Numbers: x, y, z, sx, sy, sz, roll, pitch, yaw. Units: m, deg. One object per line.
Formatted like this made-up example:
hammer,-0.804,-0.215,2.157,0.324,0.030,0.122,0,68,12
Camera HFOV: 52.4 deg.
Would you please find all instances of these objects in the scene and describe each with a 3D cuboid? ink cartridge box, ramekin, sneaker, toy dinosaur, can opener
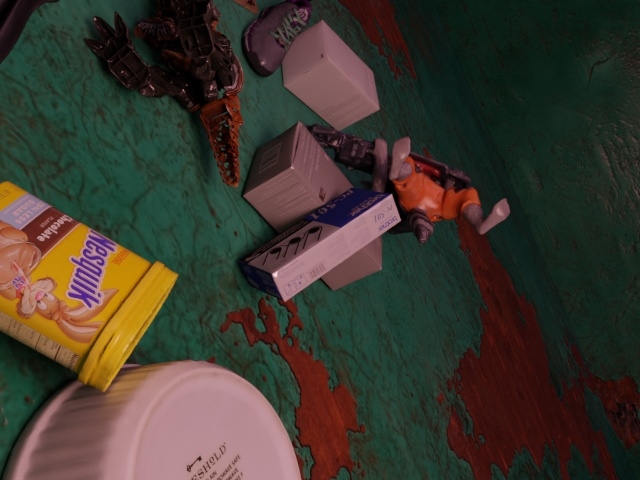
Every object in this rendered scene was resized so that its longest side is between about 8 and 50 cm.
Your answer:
ink cartridge box,0.000,0.000,0.881,0.207,0.097,0.046,-33,115,-24
ramekin,-0.126,0.232,0.573,0.273,0.127,0.273,39,39,-41
sneaker,-0.069,-0.378,1.155,0.083,0.098,0.224,47,33,-31
toy dinosaur,-0.159,-0.237,0.862,0.322,0.164,0.218,50,8,14
can opener,-0.323,-0.244,0.675,0.073,0.059,0.186,73,23,-54

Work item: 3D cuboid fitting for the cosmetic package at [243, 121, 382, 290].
cosmetic package,-0.004,-0.048,1.018,0.238,0.107,0.127,44,32,-31

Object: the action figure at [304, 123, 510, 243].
action figure,0.119,-0.085,1.121,0.341,0.330,0.179,17,86,-8

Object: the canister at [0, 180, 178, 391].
canister,-0.223,0.034,0.546,0.169,0.073,0.126,31,33,-6

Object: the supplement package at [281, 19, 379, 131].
supplement package,0.019,-0.311,1.250,0.179,0.105,0.105,32,44,-48

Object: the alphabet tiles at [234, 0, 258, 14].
alphabet tiles,-0.177,-0.532,1.182,0.198,0.009,0.237,9,62,-58
